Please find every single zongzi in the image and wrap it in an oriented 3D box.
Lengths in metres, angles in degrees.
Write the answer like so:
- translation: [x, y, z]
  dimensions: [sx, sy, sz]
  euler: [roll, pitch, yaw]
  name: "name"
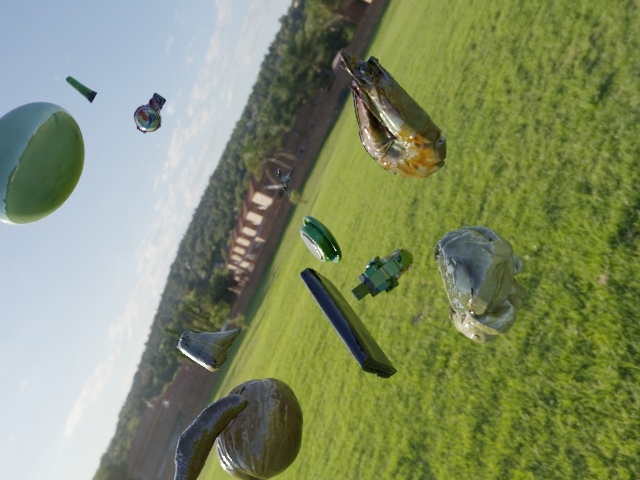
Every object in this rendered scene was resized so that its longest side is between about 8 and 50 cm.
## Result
- translation: [-0.422, 0.376, 1.998]
  dimensions: [0.197, 0.194, 0.099]
  euler: [-59, 2, -30]
  name: "zongzi"

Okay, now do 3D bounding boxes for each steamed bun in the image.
- translation: [0.476, 0.120, 1.524]
  dimensions: [0.325, 0.230, 0.372]
  euler: [-97, -9, -57]
  name: "steamed bun"

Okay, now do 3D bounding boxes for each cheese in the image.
- translation: [-0.562, -0.419, 1.730]
  dimensions: [0.145, 0.095, 0.038]
  euler: [-52, 15, 20]
  name: "cheese"

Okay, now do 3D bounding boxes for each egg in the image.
- translation: [-0.865, -0.229, 1.560]
  dimensions: [0.389, 0.276, 0.276]
  euler: [-66, 10, -3]
  name: "egg"

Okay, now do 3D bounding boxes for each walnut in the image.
- translation: [-0.198, 0.610, 1.714]
  dimensions: [0.333, 0.333, 0.333]
  euler: [-157, 90, -80]
  name: "walnut"

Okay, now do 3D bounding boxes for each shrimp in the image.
- translation: [0.121, -0.227, 0.967]
  dimensions: [0.154, 0.294, 0.062]
  euler: [-18, 29, 40]
  name: "shrimp"

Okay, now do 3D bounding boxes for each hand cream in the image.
- translation: [-0.683, -0.434, 1.494]
  dimensions: [0.036, 0.122, 0.023]
  euler: [-57, -22, 6]
  name: "hand cream"

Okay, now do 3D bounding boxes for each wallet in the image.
- translation: [0.085, 0.269, 1.719]
  dimensions: [0.062, 0.228, 0.406]
  euler: [-42, 53, 7]
  name: "wallet"

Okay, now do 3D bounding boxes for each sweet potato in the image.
- translation: [-0.341, 0.571, 1.478]
  dimensions: [0.341, 0.114, 0.092]
  euler: [-57, -3, -11]
  name: "sweet potato"

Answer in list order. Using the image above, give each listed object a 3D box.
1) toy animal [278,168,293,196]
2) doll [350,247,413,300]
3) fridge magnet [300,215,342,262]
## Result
- translation: [-0.087, -0.161, 1.372]
  dimensions: [0.028, 0.084, 0.050]
  euler: [11, 44, 38]
  name: "toy animal"
- translation: [0.187, 0.094, 1.518]
  dimensions: [0.186, 0.106, 0.134]
  euler: [-40, -9, 23]
  name: "doll"
- translation: [0.000, 0.000, 1.897]
  dimensions: [0.088, 0.208, 0.208]
  euler: [-37, 4, -14]
  name: "fridge magnet"
